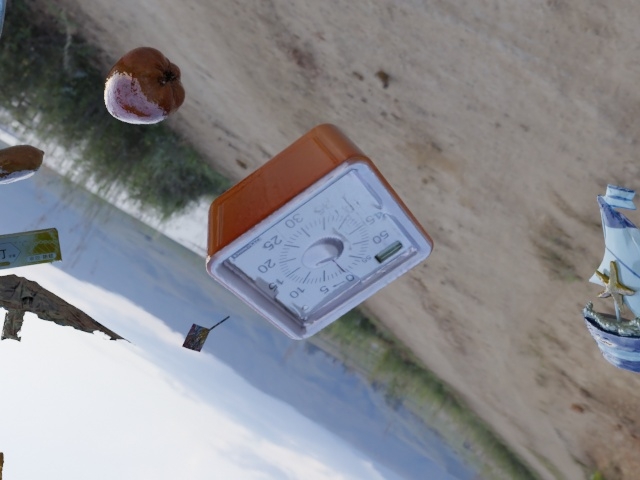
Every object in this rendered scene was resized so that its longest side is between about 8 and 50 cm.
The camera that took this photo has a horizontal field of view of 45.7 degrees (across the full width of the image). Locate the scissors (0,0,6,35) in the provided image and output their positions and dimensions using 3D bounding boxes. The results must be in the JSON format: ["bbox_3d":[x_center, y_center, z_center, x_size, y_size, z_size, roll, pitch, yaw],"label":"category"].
[{"bbox_3d":[-0.430,-0.401,1.035,0.030,0.360,0.191,6,134,-8],"label":"scissors"}]

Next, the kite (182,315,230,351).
[{"bbox_3d":[-0.160,0.122,1.042,0.002,0.078,0.044,21,153,42],"label":"kite"}]

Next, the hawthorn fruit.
[{"bbox_3d":[-0.312,-0.268,1.329,0.138,0.132,0.133,-17,147,27],"label":"hawthorn fruit"}]

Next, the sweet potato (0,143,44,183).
[{"bbox_3d":[-0.838,-0.187,1.897,0.292,0.097,0.097,-9,-165,-30],"label":"sweet potato"}]

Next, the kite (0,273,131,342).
[{"bbox_3d":[-0.509,0.106,1.284,0.406,0.014,0.368,20,-174,-22],"label":"kite"}]

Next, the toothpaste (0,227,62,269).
[{"bbox_3d":[-0.785,0.031,1.807,0.313,0.089,0.071,-9,-165,-23],"label":"toothpaste"}]

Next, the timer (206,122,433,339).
[{"bbox_3d":[0.000,0.000,1.079,0.250,0.257,0.161,49,-170,-32],"label":"timer"}]

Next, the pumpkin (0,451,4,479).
[{"bbox_3d":[-0.402,0.287,0.868,0.074,0.083,0.054,-2,-177,-30],"label":"pumpkin"}]

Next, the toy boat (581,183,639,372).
[{"bbox_3d":[0.478,0.055,1.168,0.067,0.290,0.220,-11,-171,-20],"label":"toy boat"}]
